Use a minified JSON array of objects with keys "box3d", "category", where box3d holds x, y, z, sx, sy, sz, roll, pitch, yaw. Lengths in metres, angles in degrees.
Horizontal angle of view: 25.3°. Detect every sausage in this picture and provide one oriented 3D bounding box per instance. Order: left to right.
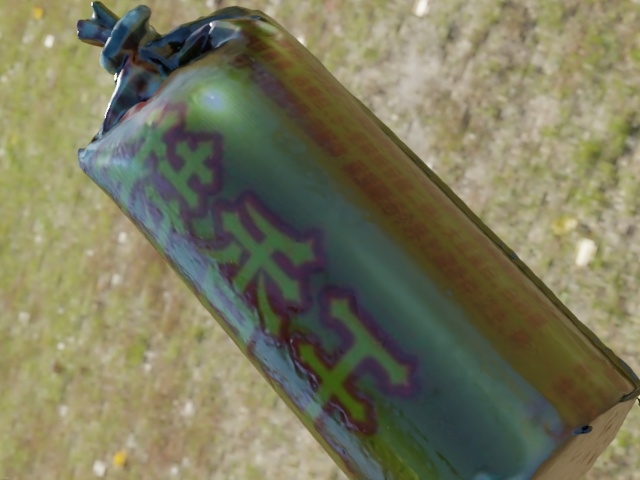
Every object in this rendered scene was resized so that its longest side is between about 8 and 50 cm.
[{"box3d":[0.001,-0.002,0.630,0.125,0.117,0.317,-46,74,16],"category":"sausage"}]

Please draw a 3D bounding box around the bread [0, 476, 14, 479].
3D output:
[{"box3d":[-0.166,0.222,0.514,0.156,0.204,0.288,68,-150,-73],"category":"bread"}]
